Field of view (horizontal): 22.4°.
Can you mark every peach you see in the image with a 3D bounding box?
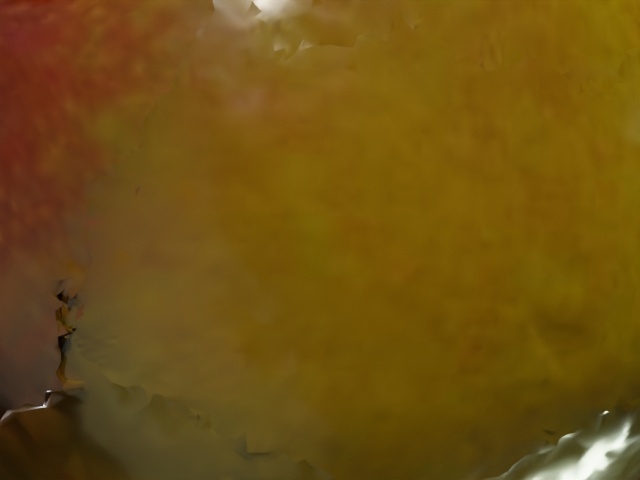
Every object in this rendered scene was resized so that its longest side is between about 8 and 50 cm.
[{"bbox_3d":[-0.001,-0.002,0.626,0.290,0.372,0.372,59,-41,31],"label":"peach"}]
